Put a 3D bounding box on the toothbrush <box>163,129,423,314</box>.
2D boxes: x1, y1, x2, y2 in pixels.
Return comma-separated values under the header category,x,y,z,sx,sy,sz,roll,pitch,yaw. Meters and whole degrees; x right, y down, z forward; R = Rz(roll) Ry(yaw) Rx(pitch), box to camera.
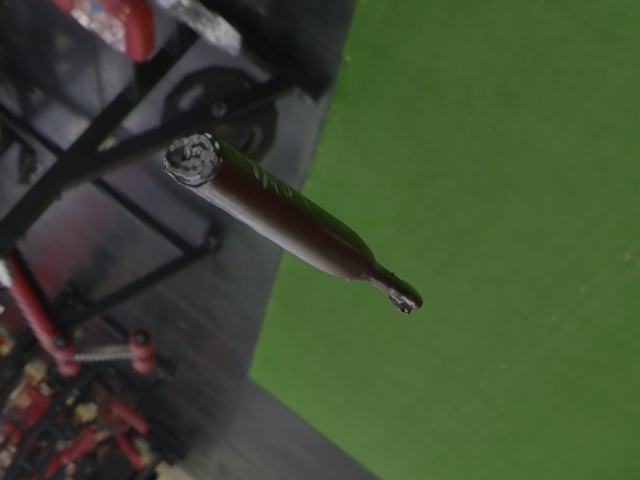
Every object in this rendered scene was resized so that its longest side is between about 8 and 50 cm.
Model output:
category,x,y,z,sx,sy,sz,roll,pitch,yaw
toothbrush,0.001,-0.001,0.846,0.041,0.041,0.364,28,178,29
